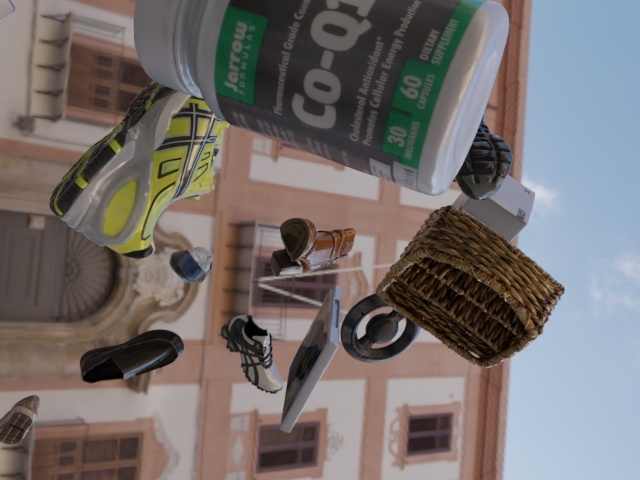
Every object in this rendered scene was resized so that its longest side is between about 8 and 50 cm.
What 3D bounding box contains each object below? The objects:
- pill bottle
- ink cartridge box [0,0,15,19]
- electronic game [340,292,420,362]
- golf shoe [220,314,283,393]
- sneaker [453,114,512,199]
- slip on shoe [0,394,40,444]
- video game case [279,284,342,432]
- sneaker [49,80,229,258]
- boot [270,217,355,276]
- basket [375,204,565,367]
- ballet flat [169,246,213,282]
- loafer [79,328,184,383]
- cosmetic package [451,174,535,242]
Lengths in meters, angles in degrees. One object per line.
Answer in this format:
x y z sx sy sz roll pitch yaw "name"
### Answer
-0.003 -0.198 0.736 0.360 0.204 0.204 21 -74 16 "pill bottle"
-0.725 -0.471 1.255 0.232 0.168 0.171 21 -35 37 "ink cartridge box"
0.163 0.233 1.818 0.229 0.229 0.048 -67 -154 23 "electronic game"
-0.137 0.253 1.520 0.094 0.077 0.198 -34 -84 34 "golf shoe"
0.241 -0.137 1.111 0.267 0.101 0.106 -89 -177 -51 "sneaker"
-0.511 0.302 1.148 0.135 0.051 0.041 -45 -158 37 "slip on shoe"
-0.014 0.202 1.186 0.183 0.023 0.201 -82 -162 -64 "video game case"
-0.199 -0.142 0.957 0.385 0.147 0.145 -52 -153 -19 "sneaker"
0.000 0.000 1.248 0.073 0.152 0.197 70 -24 16 "boot"
0.296 0.103 1.352 0.223 0.299 0.213 -53 -177 -5 "basket"
-0.240 0.041 1.306 0.203 0.074 0.074 114 -22 -83 "ballet flat"
-0.379 0.246 1.369 0.078 0.219 0.080 -100 172 -65 "loafer"
0.417 -0.063 1.715 0.184 0.151 0.151 -57 180 41 "cosmetic package"
